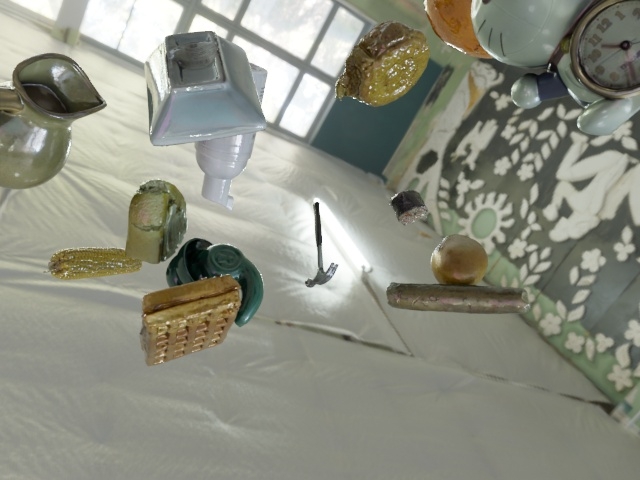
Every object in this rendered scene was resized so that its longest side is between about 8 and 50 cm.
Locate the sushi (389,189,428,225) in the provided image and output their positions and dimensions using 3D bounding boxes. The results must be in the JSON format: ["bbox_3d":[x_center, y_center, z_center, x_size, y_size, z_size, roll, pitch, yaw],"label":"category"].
[{"bbox_3d":[0.249,-0.092,1.443,0.078,0.090,0.150,69,-165,15],"label":"sushi"}]

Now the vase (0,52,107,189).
[{"bbox_3d":[-0.691,-0.265,1.153,0.241,0.302,0.329,55,-158,2],"label":"vase"}]

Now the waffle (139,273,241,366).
[{"bbox_3d":[-0.318,0.194,1.229,0.224,0.328,0.098,-14,-109,-26],"label":"waffle"}]

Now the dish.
[{"bbox_3d":[-0.196,-0.266,0.832,0.181,0.080,0.243,-11,-129,-9],"label":"dish"}]

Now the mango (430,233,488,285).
[{"bbox_3d":[0.345,0.045,1.283,0.136,0.099,0.227,4,-155,13],"label":"mango"}]

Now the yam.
[{"bbox_3d":[0.310,0.132,1.173,0.317,0.067,0.071,1,-138,13],"label":"yam"}]

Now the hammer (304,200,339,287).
[{"bbox_3d":[0.000,0.000,1.390,0.029,0.103,0.246,23,-125,-42],"label":"hammer"}]

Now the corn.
[{"bbox_3d":[-0.706,0.068,1.630,0.101,0.101,0.310,42,-153,30],"label":"corn"}]

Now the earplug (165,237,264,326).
[{"bbox_3d":[-0.300,0.111,1.433,0.164,0.280,0.257,-39,-71,-60],"label":"earplug"}]

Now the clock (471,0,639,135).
[{"bbox_3d":[0.278,-0.238,0.573,0.146,0.199,0.243,-28,-109,-39],"label":"clock"}]

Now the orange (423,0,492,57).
[{"bbox_3d":[0.306,-0.454,0.920,0.246,0.246,0.246,27,-161,-10],"label":"orange"}]

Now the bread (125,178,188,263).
[{"bbox_3d":[-0.460,-0.051,1.444,0.124,0.257,0.186,18,-132,1],"label":"bread"}]

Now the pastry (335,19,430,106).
[{"bbox_3d":[0.178,-0.472,1.392,0.235,0.240,0.132,-27,-117,-36],"label":"pastry"}]

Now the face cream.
[{"bbox_3d":[-0.233,-0.244,1.255,0.145,0.370,0.145,13,-156,-6],"label":"face cream"}]
